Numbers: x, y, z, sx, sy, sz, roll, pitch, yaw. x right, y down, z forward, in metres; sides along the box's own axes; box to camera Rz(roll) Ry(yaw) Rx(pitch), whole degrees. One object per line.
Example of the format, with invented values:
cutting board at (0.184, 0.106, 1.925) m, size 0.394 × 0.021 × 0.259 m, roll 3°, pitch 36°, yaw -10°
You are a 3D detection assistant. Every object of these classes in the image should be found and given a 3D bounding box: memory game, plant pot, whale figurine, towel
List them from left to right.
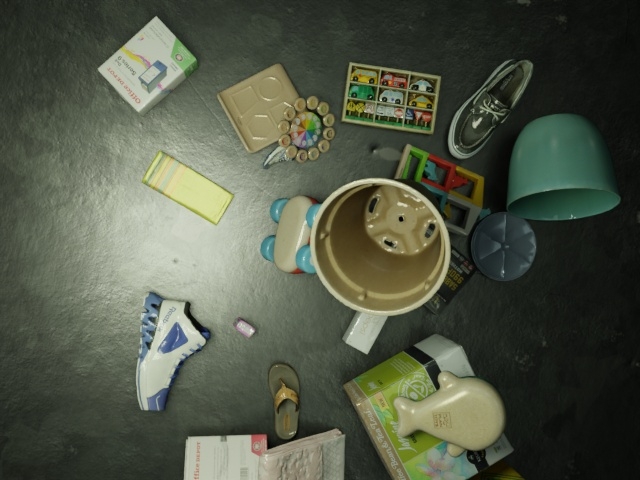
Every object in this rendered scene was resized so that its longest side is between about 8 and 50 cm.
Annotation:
towel at (-0.363, -0.143, 1.789) m, size 0.237 × 0.021 × 0.102 m, roll 31°, pitch 93°, yaw -8°
towel at (-0.045, 0.697, 1.739) m, size 0.317 × 0.053 × 0.332 m, roll 0°, pitch 92°, yaw -47°
memory game at (-0.036, -0.303, 1.782) m, size 0.186 × 0.012 × 0.186 m, roll -14°, pitch 117°, yaw -28°
plant pot at (0.179, -0.020, 1.646) m, size 0.333 × 0.305 × 0.334 m, roll 5°, pitch 107°, yaw 17°
whale figurine at (0.324, 0.427, 1.629) m, size 0.272 × 0.141 × 0.216 m, roll -9°, pitch 92°, yaw 16°
plant pot at (0.657, -0.207, 1.797) m, size 0.293 × 0.293 × 0.235 m, roll 3°, pitch 75°, yaw -8°

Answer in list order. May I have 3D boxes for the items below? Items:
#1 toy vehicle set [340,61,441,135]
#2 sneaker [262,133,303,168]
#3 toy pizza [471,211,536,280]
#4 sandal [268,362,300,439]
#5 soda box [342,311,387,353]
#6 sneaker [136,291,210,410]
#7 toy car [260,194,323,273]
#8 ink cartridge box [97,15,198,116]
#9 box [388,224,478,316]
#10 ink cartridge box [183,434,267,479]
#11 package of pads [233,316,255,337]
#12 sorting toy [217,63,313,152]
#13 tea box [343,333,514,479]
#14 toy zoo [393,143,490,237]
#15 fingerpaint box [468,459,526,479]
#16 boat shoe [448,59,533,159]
toy vehicle set at (0.199, -0.399, 1.847) m, size 0.266 × 0.035 × 0.166 m, roll 7°, pitch 91°, yaw -7°
sneaker at (-0.101, -0.238, 1.804) m, size 0.135 × 0.052 × 0.058 m, roll -43°, pitch 100°, yaw -4°
toy pizza at (0.532, 0.017, 1.902) m, size 0.201 × 0.032 × 0.201 m, roll 0°, pitch 91°, yaw -9°
sandal at (-0.100, 0.451, 1.813) m, size 0.090 × 0.060 × 0.219 m, roll 0°, pitch 91°, yaw -8°
soda box at (0.146, 0.205, 1.836) m, size 0.074 × 0.069 × 0.216 m, roll 29°, pitch 87°, yaw -7°
sneaker at (-0.387, 0.298, 1.739) m, size 0.182 × 0.127 × 0.316 m, roll 3°, pitch 89°, yaw -5°
toy car at (0.000, 0.000, 1.776) m, size 0.238 × 0.219 × 0.210 m, roll 15°, pitch 88°, yaw -37°
ink cartridge box at (-0.455, -0.458, 1.732) m, size 0.212 × 0.093 × 0.154 m, roll -43°, pitch 97°, yaw -3°
box at (0.303, 0.073, 1.860) m, size 0.231 × 0.056 × 0.183 m, roll 42°, pitch 85°, yaw -6°
ink cartridge box at (-0.252, 0.612, 1.743) m, size 0.217 × 0.159 × 0.092 m, roll 2°, pitch 135°, yaw -9°
package of pads at (-0.210, 0.237, 1.783) m, size 0.050 × 0.083 × 0.032 m, roll 39°, pitch 81°, yaw -10°
sorting toy at (-0.152, -0.362, 1.794) m, size 0.208 × 0.038 × 0.193 m, roll -28°, pitch 86°, yaw -11°
tea box at (0.286, 0.484, 1.784) m, size 0.323 × 0.220 × 0.329 m, roll -29°, pitch 95°, yaw -5°
toy zoo at (0.347, -0.132, 1.847) m, size 0.293 × 0.030 × 0.192 m, roll 22°, pitch 71°, yaw -8°
fingerpaint box at (0.589, 0.872, 1.757) m, size 0.163 × 0.371 × 0.445 m, roll -27°, pitch 94°, yaw -6°
boat shoe at (0.477, -0.382, 1.841) m, size 0.121 × 0.119 × 0.335 m, roll 33°, pitch 87°, yaw -7°
